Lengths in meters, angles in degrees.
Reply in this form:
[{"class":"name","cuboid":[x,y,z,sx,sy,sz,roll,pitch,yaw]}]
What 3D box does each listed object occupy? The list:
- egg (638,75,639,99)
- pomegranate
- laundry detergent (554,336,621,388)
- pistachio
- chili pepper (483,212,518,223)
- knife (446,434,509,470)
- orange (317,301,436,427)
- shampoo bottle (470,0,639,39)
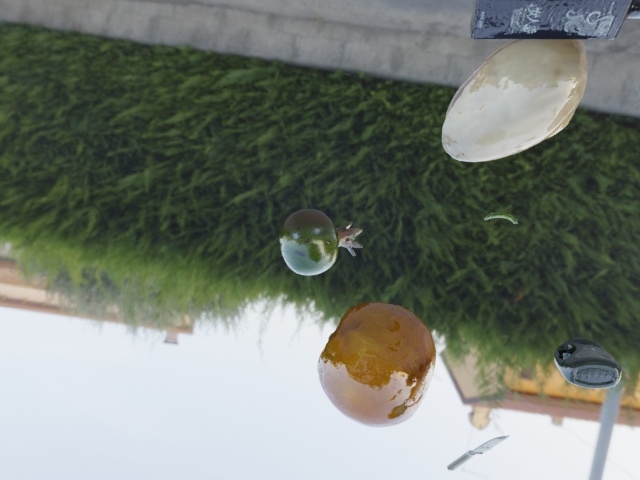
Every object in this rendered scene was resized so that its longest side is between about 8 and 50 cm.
[{"class":"egg","cuboid":[0.489,-0.203,0.691,0.149,0.150,0.192,12,-153,18]},{"class":"pomegranate","cuboid":[0.000,0.000,1.472,0.224,0.182,0.181,-11,-172,-17]},{"class":"laundry detergent","cuboid":[0.681,0.304,1.420,0.144,0.078,0.222,-1,-168,11]},{"class":"pistachio","cuboid":[0.368,-0.267,1.056,0.213,0.194,0.318,33,136,-23]},{"class":"chili pepper","cuboid":[0.447,-0.055,1.353,0.083,0.030,0.017,13,-144,23]},{"class":"knife","cuboid":[0.431,0.580,1.496,0.047,0.017,0.298,15,138,-8]},{"class":"orange","cuboid":[0.120,0.256,1.142,0.261,0.261,0.261,12,-179,0]},{"class":"shampoo bottle","cuboid":[0.409,-0.381,0.890,0.309,0.071,0.098,2,147,8]}]
